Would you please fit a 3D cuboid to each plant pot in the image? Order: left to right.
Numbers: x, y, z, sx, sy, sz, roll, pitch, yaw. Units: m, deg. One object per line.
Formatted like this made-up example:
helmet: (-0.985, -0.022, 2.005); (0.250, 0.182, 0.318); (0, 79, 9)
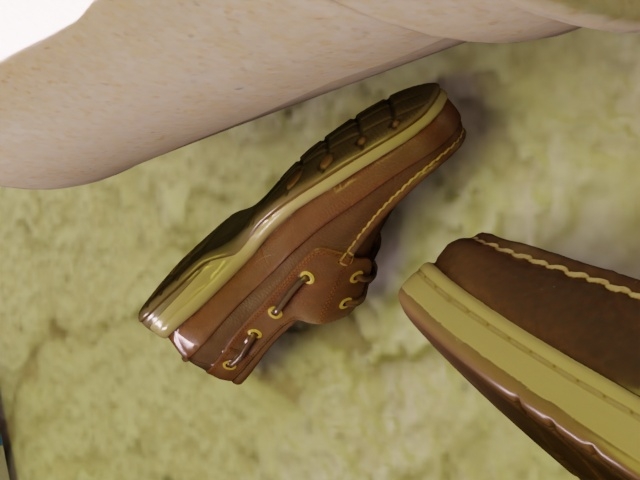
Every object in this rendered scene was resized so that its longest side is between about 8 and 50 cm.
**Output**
plant pot: (-0.046, -0.169, 0.550); (0.305, 0.334, 0.334); (-26, 76, 47)

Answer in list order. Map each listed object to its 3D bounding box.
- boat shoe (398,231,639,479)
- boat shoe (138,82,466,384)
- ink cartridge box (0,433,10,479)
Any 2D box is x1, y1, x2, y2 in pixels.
boat shoe: (0.180, 0.060, 0.504); (0.342, 0.123, 0.123); (26, 78, 39)
boat shoe: (0.000, 0.000, 0.661); (0.060, 0.064, 0.178); (46, 124, -9)
ink cartridge box: (-0.228, 0.177, 0.819); (0.148, 0.086, 0.203); (-18, 81, 36)
